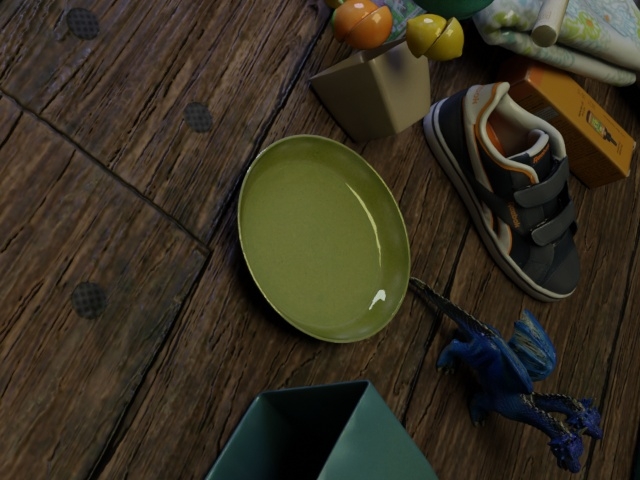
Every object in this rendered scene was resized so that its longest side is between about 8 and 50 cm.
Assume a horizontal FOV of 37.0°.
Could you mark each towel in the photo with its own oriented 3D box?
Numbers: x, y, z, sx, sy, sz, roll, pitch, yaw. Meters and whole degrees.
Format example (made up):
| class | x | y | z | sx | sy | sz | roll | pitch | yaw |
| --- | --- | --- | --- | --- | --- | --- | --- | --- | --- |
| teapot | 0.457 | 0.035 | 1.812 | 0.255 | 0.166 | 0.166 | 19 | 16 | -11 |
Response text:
| class | x | y | z | sx | sy | sz | roll | pitch | yaw |
| --- | --- | --- | --- | --- | --- | --- | --- | --- | --- |
| towel | 0.312 | -0.389 | 1.370 | 0.374 | 0.090 | 0.321 | 6 | 55 | -40 |

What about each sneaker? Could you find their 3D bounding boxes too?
| class | x | y | z | sx | sy | sz | roll | pitch | yaw |
| --- | --- | --- | --- | --- | --- | --- | --- | --- | --- |
| sneaker | 0.268 | -0.060 | 1.253 | 0.321 | 0.127 | 0.126 | 53 | 49 | -12 |

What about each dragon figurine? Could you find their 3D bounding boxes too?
| class | x | y | z | sx | sy | sz | roll | pitch | yaw |
| --- | --- | --- | --- | --- | --- | --- | --- | --- | --- |
| dragon figurine | 0.220 | 0.139 | 1.128 | 0.085 | 0.144 | 0.289 | -31 | 94 | -41 |

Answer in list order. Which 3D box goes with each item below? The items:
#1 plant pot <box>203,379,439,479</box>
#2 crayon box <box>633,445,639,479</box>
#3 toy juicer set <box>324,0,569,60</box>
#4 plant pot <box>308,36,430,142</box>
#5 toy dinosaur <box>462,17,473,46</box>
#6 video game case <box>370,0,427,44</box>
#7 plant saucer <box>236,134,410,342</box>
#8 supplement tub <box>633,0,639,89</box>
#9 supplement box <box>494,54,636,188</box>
| class | x | y | z | sx | sy | sz | roll | pitch | yaw |
| --- | --- | --- | --- | --- | --- | --- | --- | --- | --- |
| plant pot | 0.023 | 0.279 | 0.921 | 0.234 | 0.165 | 0.165 | 51 | 50 | -22 |
| crayon box | 0.624 | 0.329 | 1.402 | 0.363 | 0.106 | 0.313 | 39 | 53 | -22 |
| toy juicer set | 0.160 | -0.290 | 1.104 | 0.328 | 0.090 | 0.209 | -2 | 40 | 0 |
| plant pot | 0.071 | -0.179 | 1.159 | 0.109 | 0.109 | 0.096 | -35 | 109 | -41 |
| toy dinosaur | 0.214 | -0.331 | 1.377 | 0.082 | 0.047 | 0.090 | -25 | 124 | -49 |
| video game case | 0.073 | -0.372 | 1.277 | 0.193 | 0.023 | 0.212 | 51 | 51 | -12 |
| plant saucer | 0.000 | 0.000 | 1.077 | 0.240 | 0.037 | 0.241 | 15 | 65 | -34 |
| supplement tub | 0.640 | -0.279 | 1.552 | 0.316 | 0.228 | 0.228 | 51 | 51 | -12 |
| supplement box | 0.356 | -0.175 | 1.394 | 0.233 | 0.080 | 0.078 | 37 | 55 | -20 |
